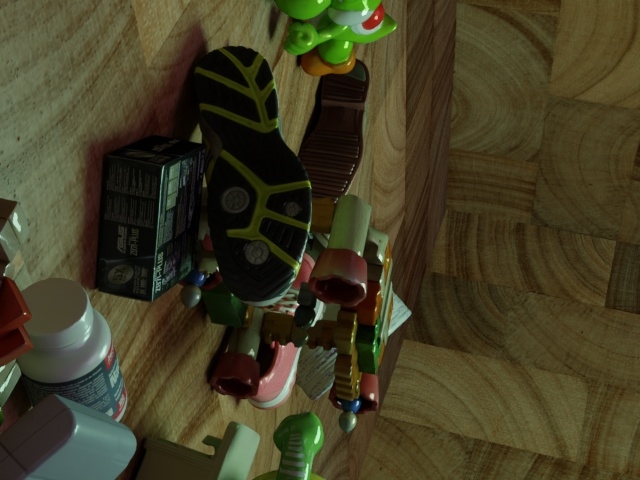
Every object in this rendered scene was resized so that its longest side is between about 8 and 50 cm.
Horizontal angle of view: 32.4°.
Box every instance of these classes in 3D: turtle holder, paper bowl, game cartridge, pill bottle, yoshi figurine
[{"bbox_3d":[-0.060,0.434,1.632,0.227,0.243,0.320,-71,138,-72],"label":"turtle holder"},{"bbox_3d":[0.044,0.195,2.337,0.284,0.148,0.284,-40,174,-5],"label":"paper bowl"},{"bbox_3d":[-0.314,0.276,1.035,0.297,0.062,0.198,-46,165,-5],"label":"game cartridge"},{"bbox_3d":[-0.279,0.131,1.216,0.180,0.108,0.108,87,20,-46],"label":"pill bottle"},{"bbox_3d":[-0.002,-0.408,1.882,0.203,0.203,0.362,-35,174,-6],"label":"yoshi figurine"}]

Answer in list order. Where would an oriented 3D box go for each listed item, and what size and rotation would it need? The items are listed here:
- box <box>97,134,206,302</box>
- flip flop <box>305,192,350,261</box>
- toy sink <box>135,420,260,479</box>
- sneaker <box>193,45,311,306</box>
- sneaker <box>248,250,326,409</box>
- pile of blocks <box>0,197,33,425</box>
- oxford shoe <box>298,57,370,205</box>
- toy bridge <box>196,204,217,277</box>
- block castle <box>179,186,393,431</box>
[{"bbox_3d":[-0.214,-0.031,1.410,0.147,0.078,0.180,-46,145,-68],"label":"box"},{"bbox_3d":[0.000,0.000,2.286,0.080,0.112,0.277,-25,133,-55],"label":"flip flop"},{"bbox_3d":[-0.205,0.378,1.677,0.153,0.131,0.234,60,48,-70],"label":"toy sink"},{"bbox_3d":[-0.090,-0.082,1.531,0.147,0.145,0.384,90,-7,-64],"label":"sneaker"},{"bbox_3d":[-0.072,0.159,2.067,0.136,0.116,0.313,56,47,-69],"label":"sneaker"},{"bbox_3d":[-0.328,0.112,0.999,0.149,0.113,0.362,-44,143,-67],"label":"pile of blocks"},{"bbox_3d":[0.036,-0.187,2.214,0.130,0.123,0.348,78,28,-71],"label":"oxford shoe"},{"bbox_3d":[-0.170,-0.023,1.541,0.063,0.026,0.188,114,-29,-46],"label":"toy bridge"},{"bbox_3d":[-0.050,0.124,1.741,0.453,0.303,0.212,81,18,-56],"label":"block castle"}]
